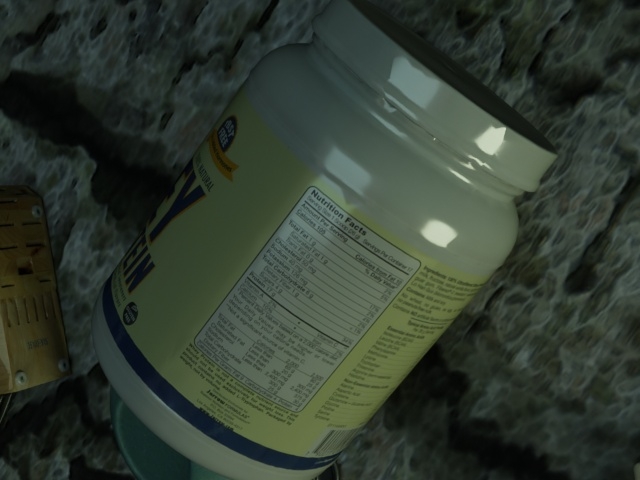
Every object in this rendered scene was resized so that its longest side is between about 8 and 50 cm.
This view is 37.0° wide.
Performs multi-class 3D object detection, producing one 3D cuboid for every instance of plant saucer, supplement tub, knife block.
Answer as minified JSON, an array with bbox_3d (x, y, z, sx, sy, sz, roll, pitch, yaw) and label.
[{"bbox_3d":[-0.141,0.180,0.877,0.195,0.037,0.194,18,118,37],"label":"plant saucer"},{"bbox_3d":[0.000,0.000,0.736,0.235,0.235,0.325,42,108,16],"label":"supplement tub"},{"bbox_3d":[-0.388,0.096,0.989,0.242,0.088,0.275,-10,90,23],"label":"knife block"}]

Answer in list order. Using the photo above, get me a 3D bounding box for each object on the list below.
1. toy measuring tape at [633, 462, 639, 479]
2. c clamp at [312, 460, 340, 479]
[{"bbox_3d":[0.365,0.114,0.646,0.330,0.121,0.121,-19,86,23],"label":"toy measuring tape"},{"bbox_3d":[-0.052,0.220,0.891,0.137,0.022,0.160,25,101,15],"label":"c clamp"}]
